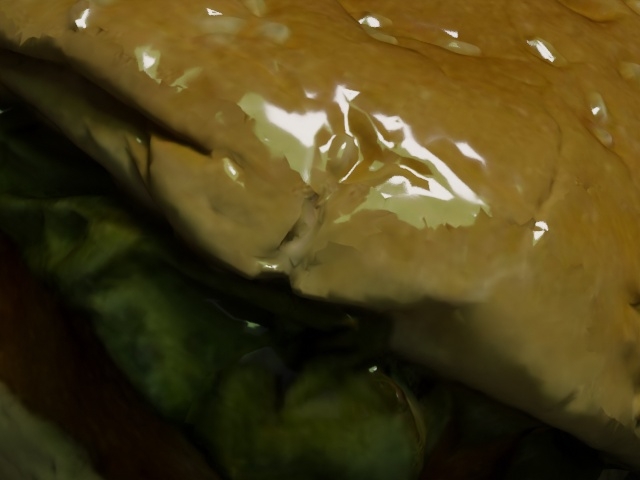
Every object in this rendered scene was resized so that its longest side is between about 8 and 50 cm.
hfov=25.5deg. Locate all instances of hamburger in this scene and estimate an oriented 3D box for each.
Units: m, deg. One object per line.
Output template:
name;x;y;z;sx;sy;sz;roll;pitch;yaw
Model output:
hamburger;-0.001;0.003;0.403;0.330;0.162;0.209;22;34;-1
